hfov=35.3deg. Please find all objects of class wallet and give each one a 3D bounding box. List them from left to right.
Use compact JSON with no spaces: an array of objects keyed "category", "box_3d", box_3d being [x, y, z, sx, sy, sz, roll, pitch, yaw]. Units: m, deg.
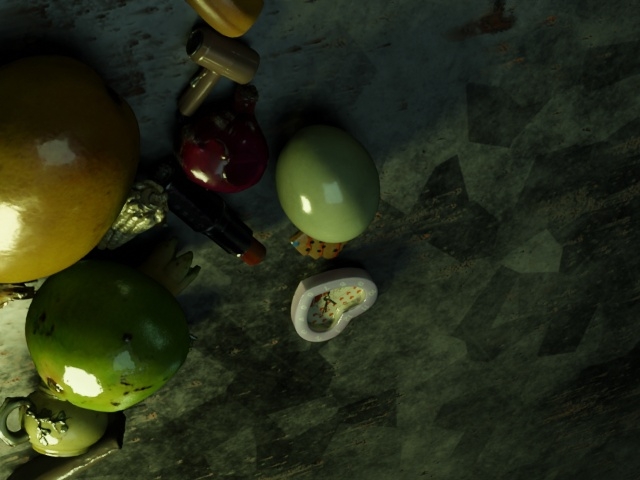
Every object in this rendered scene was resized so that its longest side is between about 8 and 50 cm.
[{"category":"wallet","box_3d":[-0.546,0.466,2.120,0.310,0.165,0.042,-31,109,5]}]

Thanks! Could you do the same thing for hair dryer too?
[{"category":"hair dryer","box_3d":[-0.197,-0.266,1.684,0.117,0.064,0.181,20,125,-36]}]

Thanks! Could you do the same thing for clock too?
[{"category":"clock","box_3d":[0.013,0.120,2.122,0.198,0.064,0.172,-43,133,15]}]

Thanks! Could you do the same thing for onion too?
[{"category":"onion","box_3d":[-0.154,-0.169,1.736,0.173,0.135,0.198,8,123,-37]}]

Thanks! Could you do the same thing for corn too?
[{"category":"corn","box_3d":[-0.337,-0.045,1.768,0.087,0.087,0.211,8,161,-30]}]

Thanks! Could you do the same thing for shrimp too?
[{"category":"shrimp","box_3d":[-0.612,0.112,1.847,0.180,0.041,0.099,-9,134,-18]}]

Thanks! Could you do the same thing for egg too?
[{"category":"egg","box_3d":[0.013,-0.103,1.833,0.187,0.186,0.253,-24,138,-3]}]

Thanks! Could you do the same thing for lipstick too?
[{"category":"lipstick","box_3d":[-0.203,-0.044,1.864,0.081,0.081,0.300,-38,134,11]}]

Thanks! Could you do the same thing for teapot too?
[{"category":"teapot","box_3d":[-0.522,0.329,2.012,0.270,0.173,0.182,1,100,-42]}]

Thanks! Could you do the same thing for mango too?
[{"category":"mango","box_3d":[-0.459,-0.095,1.603,0.300,0.232,0.445,9,132,-34]}]

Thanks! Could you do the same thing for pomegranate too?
[{"category":"pomegranate","box_3d":[-0.374,0.121,1.816,0.358,0.310,0.216,-52,137,-22]}]

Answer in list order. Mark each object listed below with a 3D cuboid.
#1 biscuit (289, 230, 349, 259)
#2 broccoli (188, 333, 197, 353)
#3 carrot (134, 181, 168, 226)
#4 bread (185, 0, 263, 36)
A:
[{"category":"biscuit","box_3d":[0.000,0.000,2.040,0.130,0.019,0.119,-6,132,-19]},{"category":"broccoli","box_3d":[-0.321,0.205,2.020,0.131,0.130,0.120,-7,94,17]},{"category":"carrot","box_3d":[-0.319,-0.071,1.823,0.035,0.035,0.142,-32,128,5]},{"category":"bread","box_3d":[-0.187,-0.406,1.549,0.093,0.074,0.239,-37,134,17]}]
